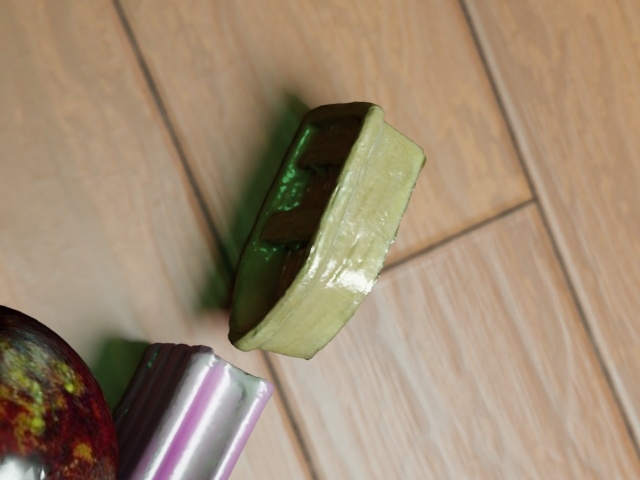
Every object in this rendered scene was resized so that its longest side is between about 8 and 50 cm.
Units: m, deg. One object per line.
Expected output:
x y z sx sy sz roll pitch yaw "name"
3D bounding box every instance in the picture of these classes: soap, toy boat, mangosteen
-0.117 0.168 1.265 0.065 0.122 0.203 31 79 -18 "soap"
0.000 0.000 1.317 0.061 0.116 0.188 29 78 -23 "toy boat"
-0.245 0.174 1.186 0.231 0.231 0.289 -4 119 -20 "mangosteen"
